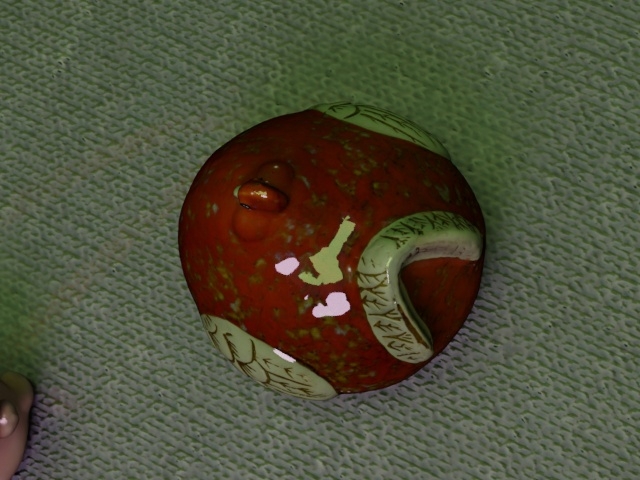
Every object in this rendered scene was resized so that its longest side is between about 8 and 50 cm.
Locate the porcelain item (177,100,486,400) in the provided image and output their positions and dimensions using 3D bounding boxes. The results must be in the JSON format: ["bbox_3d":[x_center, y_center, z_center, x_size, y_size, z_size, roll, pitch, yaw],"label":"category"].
[{"bbox_3d":[0.000,0.000,0.981,0.253,0.253,0.253,-2,79,12],"label":"porcelain item"}]

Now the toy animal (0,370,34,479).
[{"bbox_3d":[-0.335,0.157,1.038,0.171,0.198,0.171,-1,84,10],"label":"toy animal"}]
